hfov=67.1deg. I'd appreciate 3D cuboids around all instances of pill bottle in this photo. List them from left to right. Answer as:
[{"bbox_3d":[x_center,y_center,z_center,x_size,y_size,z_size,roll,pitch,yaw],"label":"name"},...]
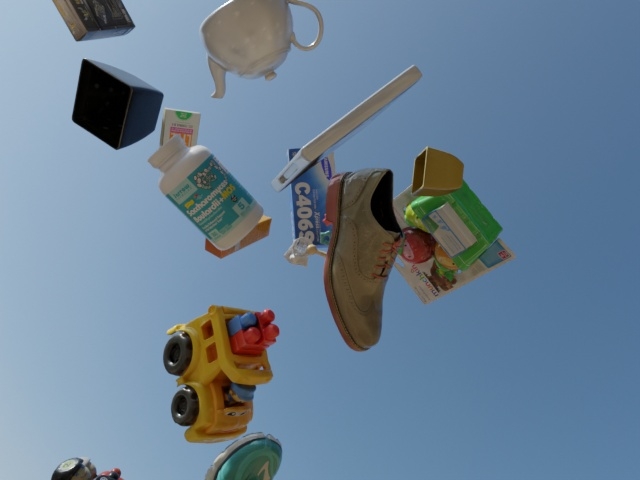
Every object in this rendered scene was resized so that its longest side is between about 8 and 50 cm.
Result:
[{"bbox_3d":[-0.266,-0.114,1.106,0.146,0.146,0.264,-27,-67,41],"label":"pill bottle"}]

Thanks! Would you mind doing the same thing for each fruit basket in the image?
[{"bbox_3d":[0.314,0.001,1.381,0.327,0.165,0.353,53,-49,2],"label":"fruit basket"}]

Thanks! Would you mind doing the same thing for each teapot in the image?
[{"bbox_3d":[-0.159,-0.495,1.211,0.256,0.252,0.187,-8,-65,55],"label":"teapot"}]

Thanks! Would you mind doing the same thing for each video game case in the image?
[{"bbox_3d":[0.029,-0.150,0.679,0.023,0.201,0.183,51,-18,-6],"label":"video game case"}]

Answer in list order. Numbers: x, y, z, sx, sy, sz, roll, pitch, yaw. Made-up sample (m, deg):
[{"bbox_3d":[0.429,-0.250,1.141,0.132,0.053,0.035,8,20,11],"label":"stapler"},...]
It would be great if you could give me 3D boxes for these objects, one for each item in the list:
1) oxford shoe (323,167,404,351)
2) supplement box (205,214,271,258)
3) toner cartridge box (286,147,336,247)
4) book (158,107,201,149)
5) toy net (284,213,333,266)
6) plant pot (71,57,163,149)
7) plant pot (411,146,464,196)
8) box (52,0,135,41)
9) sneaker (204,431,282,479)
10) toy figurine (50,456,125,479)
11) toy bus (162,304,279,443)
[{"bbox_3d":[0.088,0.031,0.893,0.130,0.123,0.348,-9,-97,39],"label":"oxford shoe"},{"bbox_3d":[-0.259,-0.023,1.547,0.078,0.233,0.080,25,-57,26],"label":"supplement box"},{"bbox_3d":[-0.025,-0.148,1.691,0.075,0.165,0.347,139,-54,-76],"label":"toner cartridge box"},{"bbox_3d":[-0.385,-0.283,1.318,0.035,0.096,0.144,38,-58,49],"label":"book"},{"bbox_3d":[0.000,0.000,1.264,0.232,0.045,0.122,-19,-84,16],"label":"toy net"},{"bbox_3d":[-0.564,-0.391,1.385,0.188,0.167,0.187,33,-63,15],"label":"plant pot"},{"bbox_3d":[0.232,-0.127,0.943,0.083,0.081,0.081,8,-8,-6],"label":"plant pot"},{"bbox_3d":[-0.623,-0.654,1.271,0.056,0.183,0.231,-17,-71,32],"label":"box"},{"bbox_3d":[-0.140,0.428,0.744,0.107,0.275,0.110,32,0,-24],"label":"sneaker"},{"bbox_3d":[-0.418,0.481,0.808,0.148,0.209,0.213,35,-28,-6],"label":"toy figurine"},{"bbox_3d":[-0.155,0.222,0.864,0.211,0.149,0.220,-34,-123,26],"label":"toy bus"}]
